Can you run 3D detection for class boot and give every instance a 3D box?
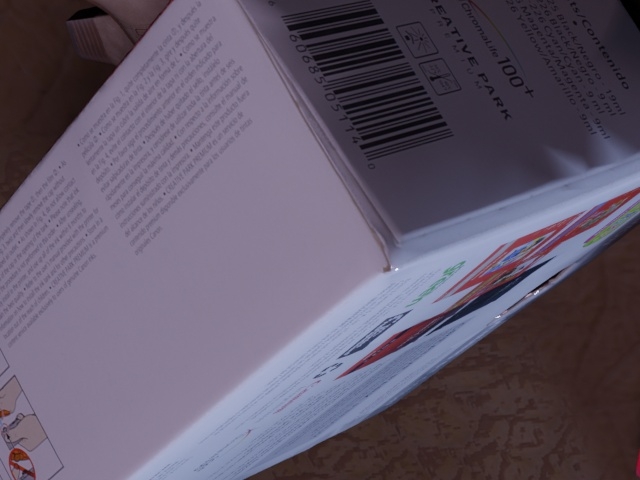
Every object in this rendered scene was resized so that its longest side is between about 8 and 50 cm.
[{"bbox_3d":[-0.084,-0.128,0.741,0.087,0.042,0.118,-6,128,21],"label":"boot"}]

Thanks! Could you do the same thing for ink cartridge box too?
[{"bbox_3d":[0.000,0.000,0.715,0.309,0.272,0.130,-42,74,43],"label":"ink cartridge box"}]

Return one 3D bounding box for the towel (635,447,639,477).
[{"bbox_3d":[0.288,0.079,0.753,0.274,0.031,0.199,12,134,15],"label":"towel"}]
